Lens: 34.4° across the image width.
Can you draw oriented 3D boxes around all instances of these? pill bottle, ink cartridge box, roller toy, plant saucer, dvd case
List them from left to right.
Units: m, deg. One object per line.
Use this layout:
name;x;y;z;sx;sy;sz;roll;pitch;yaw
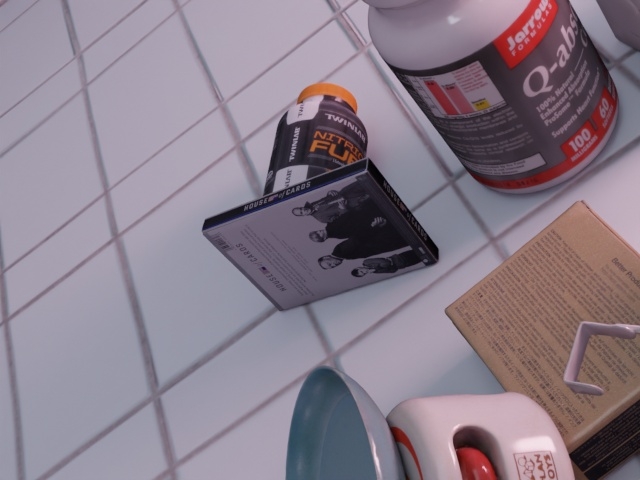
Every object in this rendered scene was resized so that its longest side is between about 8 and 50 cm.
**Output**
pill bottle;-0.005;-0.100;1.408;0.131;0.130;0.245;-15;48;30
dvd case;0.000;0.000;1.281;0.239;0.179;0.029;-18;43;27
plant saucer;0.026;0.279;0.996;0.044;0.317;0.317;0;40;-18
roller toy;0.143;0.237;0.942;0.146;0.191;0.209;-2;18;-14
pill bottle;0.183;-0.233;1.185;0.210;0.363;0.210;-22;45;24
ink cartridge box;0.266;0.099;1.048;0.193;0.088;0.234;-38;40;5

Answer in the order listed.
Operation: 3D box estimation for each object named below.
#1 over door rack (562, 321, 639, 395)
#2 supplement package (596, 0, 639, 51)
over door rack;0.388;0.107;0.822;0.324;0.239;0.108;-10;53;33
supplement package;0.461;-0.352;1.183;0.263;0.198;0.199;-43;40;2
